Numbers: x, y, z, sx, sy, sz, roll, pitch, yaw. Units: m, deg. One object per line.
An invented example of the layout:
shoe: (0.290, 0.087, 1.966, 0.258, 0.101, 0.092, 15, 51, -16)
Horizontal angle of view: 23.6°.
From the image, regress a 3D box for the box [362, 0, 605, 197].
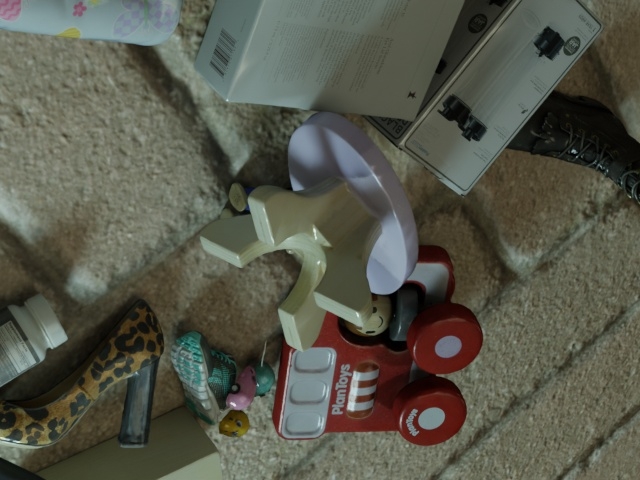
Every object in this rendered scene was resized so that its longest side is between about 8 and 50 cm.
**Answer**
box: (0.208, -0.216, 1.949, 0.290, 0.087, 0.169, -52, 137, 7)

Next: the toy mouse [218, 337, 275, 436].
toy mouse: (-0.092, 0.200, 2.042, 0.143, 0.031, 0.161, -63, 167, 0)

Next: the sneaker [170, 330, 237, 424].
sneaker: (-0.146, 0.166, 2.005, 0.076, 0.065, 0.166, -43, 147, -28)

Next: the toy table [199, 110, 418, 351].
toy table: (0.000, 0.000, 1.802, 0.161, 0.252, 0.274, -45, 130, -28)

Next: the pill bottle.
pill bottle: (-0.369, 0.123, 1.782, 0.137, 0.078, 0.078, -32, 136, -14)

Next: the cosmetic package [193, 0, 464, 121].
cosmetic package: (0.048, -0.329, 1.736, 0.284, 0.097, 0.377, 4, 119, -37)

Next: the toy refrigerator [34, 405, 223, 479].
toy refrigerator: (-0.269, 0.330, 1.999, 0.269, 0.102, 0.094, -24, 133, -21)

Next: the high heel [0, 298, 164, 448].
high heel: (-0.322, 0.156, 1.867, 0.261, 0.093, 0.186, 4, 97, -25)

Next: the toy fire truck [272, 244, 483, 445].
toy fire truck: (0.069, 0.144, 2.084, 0.253, 0.169, 0.302, -1, 123, -14)

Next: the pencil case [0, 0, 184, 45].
pencil case: (-0.268, -0.266, 1.536, 0.273, 0.113, 0.124, 0, 103, -37)

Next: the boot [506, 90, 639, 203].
boot: (0.376, -0.115, 2.047, 0.263, 0.229, 0.091, -4, 124, -35)

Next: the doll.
doll: (-0.030, -0.041, 1.934, 0.189, 0.046, 0.129, 1, 122, -37)

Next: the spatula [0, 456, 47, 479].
spatula: (-0.322, 0.320, 1.893, 0.296, 0.030, 0.084, 29, 68, -11)
